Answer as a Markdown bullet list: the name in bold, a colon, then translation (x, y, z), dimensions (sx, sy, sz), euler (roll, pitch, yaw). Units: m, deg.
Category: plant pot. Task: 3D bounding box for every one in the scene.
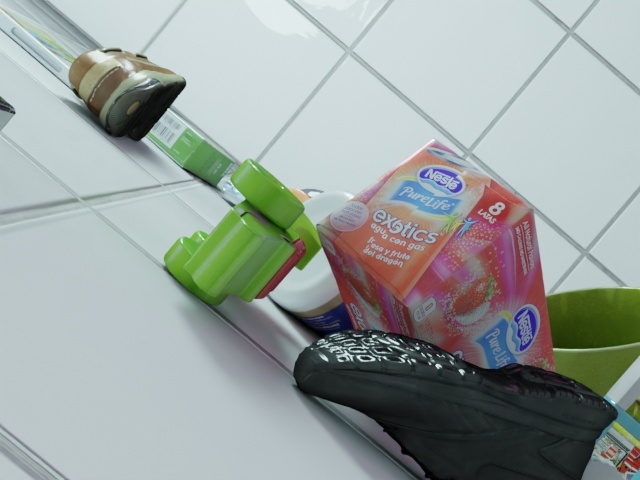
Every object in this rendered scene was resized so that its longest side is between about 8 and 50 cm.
- **plant pot**: translation (0.415, 0.247, 1.530), dimensions (0.275, 0.274, 0.294), euler (-129, -151, -75)

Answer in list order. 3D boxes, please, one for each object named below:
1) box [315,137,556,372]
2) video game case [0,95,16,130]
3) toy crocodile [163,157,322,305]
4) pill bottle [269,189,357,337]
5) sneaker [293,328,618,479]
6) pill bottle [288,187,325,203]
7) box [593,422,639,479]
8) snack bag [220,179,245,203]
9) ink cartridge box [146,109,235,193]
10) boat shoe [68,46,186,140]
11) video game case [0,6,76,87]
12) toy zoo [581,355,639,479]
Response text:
- **box**: translation (0.126, 0.069, 1.042), dimensions (0.142, 0.154, 0.300), euler (42, -18, 38)
- **video game case**: translation (-0.317, -0.150, 0.646), dimensions (0.232, 0.042, 0.210), euler (40, 3, -1)
- **toy crocodile**: translation (-0.058, 0.003, 0.937), dimensions (0.105, 0.115, 0.340), euler (41, 3, -2)
- **pill bottle**: translation (0.071, 0.068, 1.234), dimensions (0.264, 0.153, 0.153), euler (38, 4, -37)
- **sneaker**: translation (0.109, 0.156, 0.870), dimensions (0.286, 0.130, 0.109), euler (16, 7, -15)
- **pill bottle**: translation (0.000, 0.000, 1.610), dimensions (0.130, 0.130, 0.245), euler (42, 3, 30)
- **box**: translation (0.358, 0.311, 1.156), dimensions (0.233, 0.159, 0.044), euler (43, 5, 42)
- **snack bag**: translation (-0.028, 0.016, 1.957), dimensions (0.323, 0.037, 0.342), euler (40, 2, 9)
- **ink cartridge box**: translation (-0.222, -0.160, 1.863), dimensions (0.109, 0.062, 0.209), euler (40, 2, 20)
- **boat shoe**: translation (-0.280, -0.226, 1.515), dimensions (0.120, 0.122, 0.324), euler (40, 2, -3)
- **video game case**: translation (-0.413, -0.283, 1.667), dimensions (0.206, 0.026, 0.227), euler (40, 4, 3)
- **toy zoo**: translation (0.353, 0.226, 1.062), dimensions (0.192, 0.293, 0.030), euler (40, 3, -10)
